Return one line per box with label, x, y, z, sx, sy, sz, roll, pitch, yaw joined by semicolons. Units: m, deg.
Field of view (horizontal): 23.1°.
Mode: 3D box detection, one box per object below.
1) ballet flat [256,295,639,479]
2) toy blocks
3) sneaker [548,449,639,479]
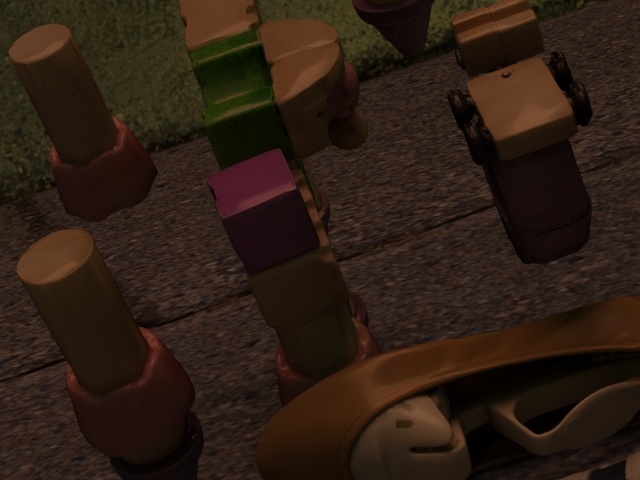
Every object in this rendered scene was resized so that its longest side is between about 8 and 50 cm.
ballet flat;0.081;0.087;0.797;0.232;0.080;0.073;-20;31;-5
toy blocks;0.000;0.000;0.938;0.309;0.260;0.288;-20;37;3
sneaker;0.077;0.121;0.520;0.350;0.131;0.148;-25;20;-31
